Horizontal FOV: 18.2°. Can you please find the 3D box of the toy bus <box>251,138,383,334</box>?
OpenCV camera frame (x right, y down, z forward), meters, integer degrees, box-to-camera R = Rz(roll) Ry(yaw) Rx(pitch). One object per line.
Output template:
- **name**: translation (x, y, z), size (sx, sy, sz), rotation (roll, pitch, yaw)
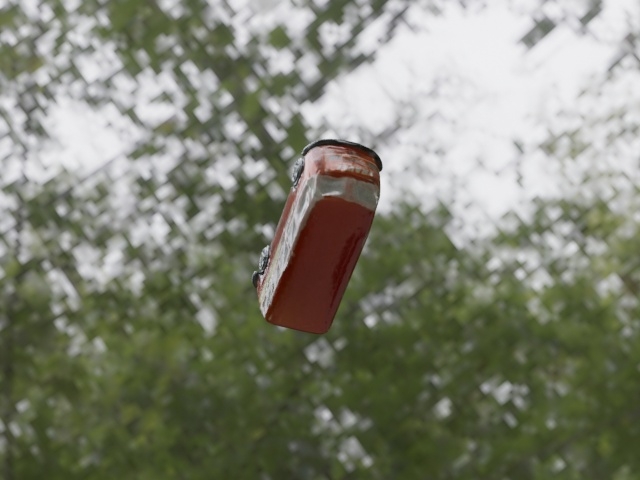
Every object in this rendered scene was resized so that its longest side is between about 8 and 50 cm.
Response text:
- **toy bus**: translation (0.000, 0.000, 1.714), size (0.079, 0.077, 0.174), rotation (13, -53, -12)
